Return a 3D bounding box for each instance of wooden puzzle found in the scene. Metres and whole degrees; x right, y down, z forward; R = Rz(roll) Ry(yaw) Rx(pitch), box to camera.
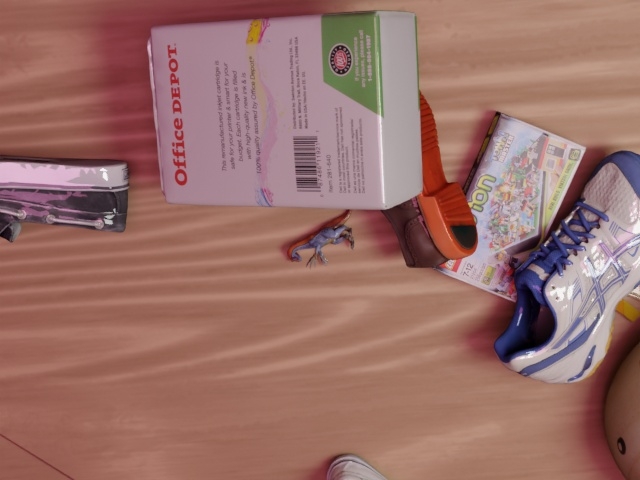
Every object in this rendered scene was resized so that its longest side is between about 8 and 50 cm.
[{"bbox_3d":[0.392,0.038,1.223,0.078,0.014,0.116,26,101,-9],"label":"wooden puzzle"}]

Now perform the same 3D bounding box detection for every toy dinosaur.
[{"bbox_3d":[0.000,0.000,1.214,0.082,0.047,0.090,0,69,9],"label":"toy dinosaur"}]

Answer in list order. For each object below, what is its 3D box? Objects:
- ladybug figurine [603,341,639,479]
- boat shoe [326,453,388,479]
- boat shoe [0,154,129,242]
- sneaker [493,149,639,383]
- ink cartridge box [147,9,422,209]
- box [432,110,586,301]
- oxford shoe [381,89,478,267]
[{"bbox_3d":[0.535,0.198,1.111,0.449,0.162,0.305,-31,99,31],"label":"ladybug figurine"},{"bbox_3d":[0.100,0.366,1.259,0.226,0.076,0.083,33,100,-6],"label":"boat shoe"},{"bbox_3d":[-0.380,-0.048,1.167,0.301,0.108,0.102,1,100,-7],"label":"boat shoe"},{"bbox_3d":[0.301,0.033,1.151,0.131,0.112,0.296,10,102,-32],"label":"sneaker"},{"bbox_3d":[-0.038,-0.144,1.083,0.278,0.117,0.201,2,103,26],"label":"ink cartridge box"},{"bbox_3d":[0.227,-0.040,1.195,0.114,0.036,0.207,21,101,-4],"label":"box"},{"bbox_3d":[0.088,-0.094,1.157,0.098,0.097,0.271,-23,86,37],"label":"oxford shoe"}]
